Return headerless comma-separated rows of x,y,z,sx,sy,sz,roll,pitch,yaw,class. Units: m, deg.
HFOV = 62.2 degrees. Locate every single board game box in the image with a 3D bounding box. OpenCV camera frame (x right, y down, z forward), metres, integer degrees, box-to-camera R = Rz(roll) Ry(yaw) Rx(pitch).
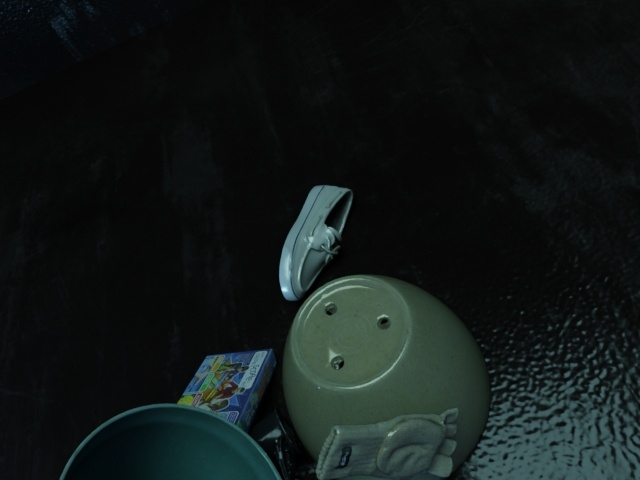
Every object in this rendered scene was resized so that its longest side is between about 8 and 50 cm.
-0.165,0.262,0.898,0.136,0.035,0.201,-9,22,17,board game box

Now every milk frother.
-0.100,0.341,0.810,0.134,0.143,0.129,-33,59,-6,milk frother

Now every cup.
0.073,0.182,0.793,0.331,0.237,0.331,-11,54,15,cup

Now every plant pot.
-0.207,0.388,0.669,0.196,0.293,0.293,-56,45,27,plant pot

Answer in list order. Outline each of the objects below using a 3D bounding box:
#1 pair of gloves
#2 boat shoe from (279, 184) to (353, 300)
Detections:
0.072,0.317,0.675,0.204,0.240,0.042,3,22,-24,pair of gloves
0.000,0.000,1.047,0.088,0.096,0.267,1,49,28,boat shoe
